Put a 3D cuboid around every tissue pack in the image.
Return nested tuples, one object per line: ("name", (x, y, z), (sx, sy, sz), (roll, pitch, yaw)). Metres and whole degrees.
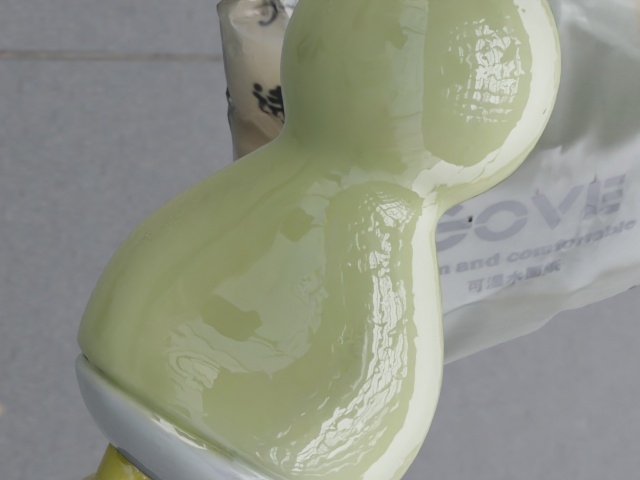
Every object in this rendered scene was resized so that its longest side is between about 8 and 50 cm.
("tissue pack", (0.107, -0.075, 1.173), (0.376, 0.195, 0.390), (-18, 140, -14))

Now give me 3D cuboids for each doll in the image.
("doll", (0.004, 0.001, 0.688), (0.296, 0.141, 0.117), (-58, 160, 1))
